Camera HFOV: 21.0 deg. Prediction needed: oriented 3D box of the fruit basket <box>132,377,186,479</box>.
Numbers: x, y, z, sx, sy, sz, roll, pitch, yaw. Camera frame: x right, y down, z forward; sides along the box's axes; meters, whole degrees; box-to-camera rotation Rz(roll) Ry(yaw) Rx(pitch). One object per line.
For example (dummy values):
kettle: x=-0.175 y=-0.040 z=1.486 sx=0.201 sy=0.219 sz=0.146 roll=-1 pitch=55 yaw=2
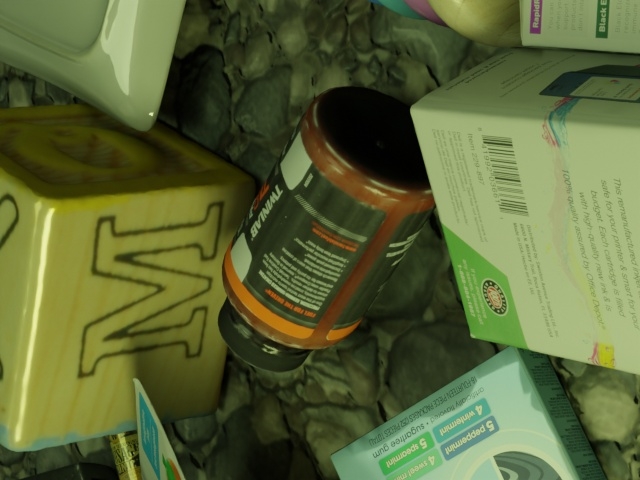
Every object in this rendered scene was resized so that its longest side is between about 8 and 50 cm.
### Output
fruit basket: x=-0.072 y=0.324 z=1.201 sx=0.353 sy=0.165 sz=0.327 roll=52 pitch=154 yaw=38

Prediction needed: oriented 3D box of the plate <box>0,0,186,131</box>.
plate: x=-0.188 y=-0.252 z=1.344 sx=0.278 sy=0.045 sz=0.277 roll=27 pitch=107 yaw=46

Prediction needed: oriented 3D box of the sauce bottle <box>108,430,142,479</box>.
sauce bottle: x=-0.151 y=0.160 z=1.398 sx=0.042 sy=0.042 sz=0.128 roll=-32 pitch=72 yaw=47

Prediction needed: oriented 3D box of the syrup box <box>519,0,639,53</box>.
syrup box: x=0.218 y=-0.140 z=0.880 sx=0.237 sy=0.093 sz=0.096 roll=13 pitch=105 yaw=48

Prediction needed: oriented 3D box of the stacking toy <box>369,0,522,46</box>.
stacking toy: x=0.026 y=-0.211 z=1.085 sx=0.330 sy=0.141 sz=0.141 roll=21 pitch=112 yaw=53

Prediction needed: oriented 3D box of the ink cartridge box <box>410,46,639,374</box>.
ink cartridge box: x=0.167 y=-0.014 z=0.932 sx=0.212 sy=0.093 sz=0.154 roll=11 pitch=125 yaw=50

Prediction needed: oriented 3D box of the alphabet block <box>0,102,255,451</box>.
alphabet block: x=-0.188 y=0.019 z=1.304 sx=0.192 sy=0.193 sz=0.197 roll=31 pitch=118 yaw=41

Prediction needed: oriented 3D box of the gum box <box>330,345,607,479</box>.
gum box: x=0.108 y=0.180 z=1.071 sx=0.157 sy=0.041 sz=0.184 roll=-35 pitch=68 yaw=29

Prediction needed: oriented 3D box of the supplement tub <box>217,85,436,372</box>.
supplement tub: x=0.000 y=0.000 z=1.149 sx=0.106 sy=0.106 sz=0.198 roll=55 pitch=132 yaw=28

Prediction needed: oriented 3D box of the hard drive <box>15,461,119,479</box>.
hard drive: x=-0.201 y=0.320 z=1.471 sx=0.172 sy=0.054 sz=0.255 roll=-22 pitch=79 yaw=49
